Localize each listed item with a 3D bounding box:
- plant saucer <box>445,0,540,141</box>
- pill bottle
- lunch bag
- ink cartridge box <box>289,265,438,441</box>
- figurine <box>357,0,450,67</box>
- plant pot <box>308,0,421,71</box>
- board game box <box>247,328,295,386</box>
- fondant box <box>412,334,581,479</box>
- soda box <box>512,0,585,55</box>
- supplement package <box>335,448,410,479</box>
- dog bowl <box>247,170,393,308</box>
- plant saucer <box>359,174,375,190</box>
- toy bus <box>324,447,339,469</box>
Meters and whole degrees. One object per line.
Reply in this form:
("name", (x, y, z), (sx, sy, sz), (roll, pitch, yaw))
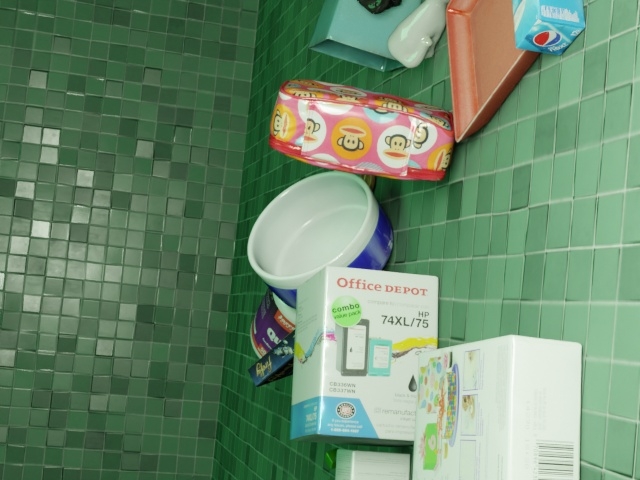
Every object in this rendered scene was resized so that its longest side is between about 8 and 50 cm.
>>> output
("plant saucer", (0.257, -0.312, 1.580), (0.258, 0.048, 0.259), (121, 153, -60))
("pill bottle", (-0.030, 0.141, 2.247), (0.323, 0.182, 0.181), (117, 155, -56))
("lunch bag", (0.068, -0.189, 1.752), (0.258, 0.293, 0.120), (-77, -1, -73))
("ink cartridge box", (0.070, 0.197, 1.786), (0.197, 0.198, 0.270), (138, 136, -70))
("figurine", (0.163, -0.439, 1.848), (0.214, 0.092, 0.209), (62, 146, 25))
("plant pot", (0.099, -0.463, 2.059), (0.165, 0.166, 0.234), (-166, 90, -76))
("board game box", (-0.011, 0.194, 2.060), (0.243, 0.165, 0.042), (-43, 68, 44))
("fondant box", (0.216, 0.255, 1.389), (0.330, 0.096, 0.238), (149, 126, -72))
("soda box", (0.292, -0.352, 1.413), (0.071, 0.067, 0.210), (125, 149, -62))
("supplement package", (0.083, 0.445, 1.815), (0.105, 0.105, 0.179), (147, 129, -72))
("dog bowl", (0.000, 0.000, 2.031), (0.104, 0.265, 0.265), (54, -163, -38))
("plant saucer", (0.097, -0.124, 2.207), (0.083, 0.013, 0.083), (-173, 90, -77))
("toy bus", (0.039, 0.313, 2.043), (0.202, 0.104, 0.190), (47, 145, 46))
